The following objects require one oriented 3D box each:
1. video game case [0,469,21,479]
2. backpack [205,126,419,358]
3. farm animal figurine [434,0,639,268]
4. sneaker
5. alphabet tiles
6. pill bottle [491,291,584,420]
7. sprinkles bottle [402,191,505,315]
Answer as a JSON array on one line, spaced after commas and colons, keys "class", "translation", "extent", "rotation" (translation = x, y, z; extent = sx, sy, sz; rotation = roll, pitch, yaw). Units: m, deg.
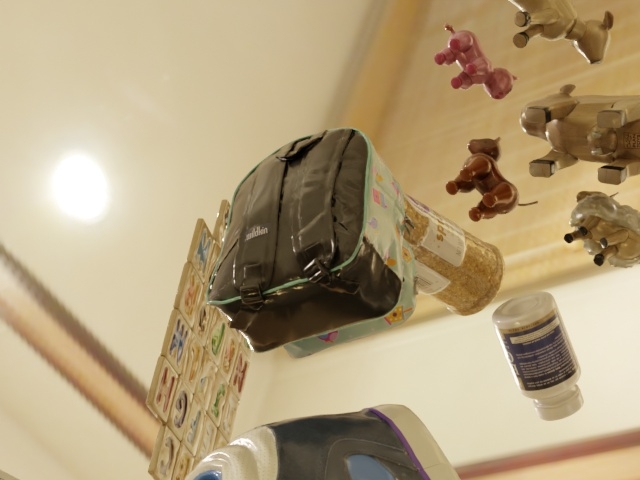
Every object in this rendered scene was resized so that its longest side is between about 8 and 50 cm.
[{"class": "video game case", "translation": [-0.218, 0.254, 1.055], "extent": [0.206, 0.227, 0.026], "rotation": [29, -132, -7]}, {"class": "backpack", "translation": [0.000, 0.000, 1.234], "extent": [0.144, 0.166, 0.188], "rotation": [44, -145, -41]}, {"class": "farm animal figurine", "translation": [0.307, -0.167, 1.735], "extent": [0.172, 0.327, 0.330], "rotation": [-24, -49, -45]}, {"class": "sneaker", "translation": [0.022, 0.270, 1.067], "extent": [0.236, 0.130, 0.322], "rotation": [-12, -133, -26]}, {"class": "alphabet tiles", "translation": [-0.131, 0.139, 1.652], "extent": [0.285, 0.011, 0.342], "rotation": [69, -150, -60]}, {"class": "pill bottle", "translation": [0.313, 0.166, 1.985], "extent": [0.094, 0.094, 0.169], "rotation": [-43, -65, -53]}, {"class": "sprinkles bottle", "translation": [0.105, -0.010, 2.000], "extent": [0.355, 0.121, 0.121], "rotation": [29, -128, -33]}]
